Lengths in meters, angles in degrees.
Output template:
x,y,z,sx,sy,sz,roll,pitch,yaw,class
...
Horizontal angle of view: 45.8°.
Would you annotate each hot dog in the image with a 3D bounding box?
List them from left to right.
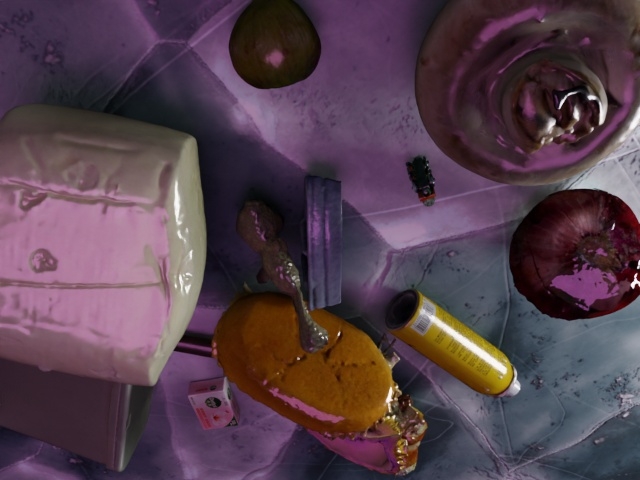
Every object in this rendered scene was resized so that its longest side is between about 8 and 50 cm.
x,y,z,sx,sy,sz,roll,pitch,yaw,class
0.174,0.448,1.762,0.146,0.103,0.213,23,116,10,hot dog

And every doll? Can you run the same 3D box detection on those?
x,y,z,sx,sy,sz,roll,pitch,yaw,class
-0.068,0.053,1.371,0.091,0.286,0.202,-25,139,-9,doll

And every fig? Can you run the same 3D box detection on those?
x,y,z,sx,sy,sz,roll,pitch,yaw,class
-0.093,-0.357,1.176,0.149,0.149,0.245,-17,105,13,fig

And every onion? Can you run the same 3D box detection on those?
x,y,z,sx,sy,sz,roll,pitch,yaw,class
0.475,0.028,1.386,0.252,0.219,0.252,-2,82,12,onion

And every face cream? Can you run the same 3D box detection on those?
x,y,z,sx,sy,sz,roll,pitch,yaw,class
0.292,0.232,1.592,0.349,0.105,0.105,35,120,-23,face cream

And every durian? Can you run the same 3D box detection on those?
x,y,z,sx,sy,sz,roll,pitch,yaw,class
0.071,0.410,1.678,0.341,0.112,0.191,9,145,38,durian

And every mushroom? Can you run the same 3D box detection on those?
x,y,z,sx,sy,sz,roll,pitch,yaw,class
0.324,-0.233,1.129,0.363,0.294,0.362,-1,128,-1,mushroom

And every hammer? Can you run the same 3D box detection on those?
x,y,z,sx,sy,sz,roll,pitch,yaw,class
-0.215,0.234,1.641,0.440,0.044,0.168,12,124,-7,hammer

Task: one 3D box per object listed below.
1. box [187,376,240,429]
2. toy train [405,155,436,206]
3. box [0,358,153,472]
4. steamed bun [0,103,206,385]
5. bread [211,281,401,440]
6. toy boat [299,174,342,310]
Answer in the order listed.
x,y,z,sx,sy,sz,roll,pitch,yaw,class
-0.244,0.377,1.744,0.089,0.043,0.125,-11,126,8,box
0.184,-0.103,1.347,0.044,0.103,0.064,-18,129,11,toy train
-0.526,0.268,1.561,0.344,0.177,0.351,18,127,3,box
-0.382,0.002,1.312,0.372,0.290,0.455,11,107,-9,steamed bun
-0.027,0.250,1.500,0.389,0.236,0.183,22,163,-1,bread
0.000,0.000,1.409,0.078,0.127,0.282,-1,127,-2,toy boat
